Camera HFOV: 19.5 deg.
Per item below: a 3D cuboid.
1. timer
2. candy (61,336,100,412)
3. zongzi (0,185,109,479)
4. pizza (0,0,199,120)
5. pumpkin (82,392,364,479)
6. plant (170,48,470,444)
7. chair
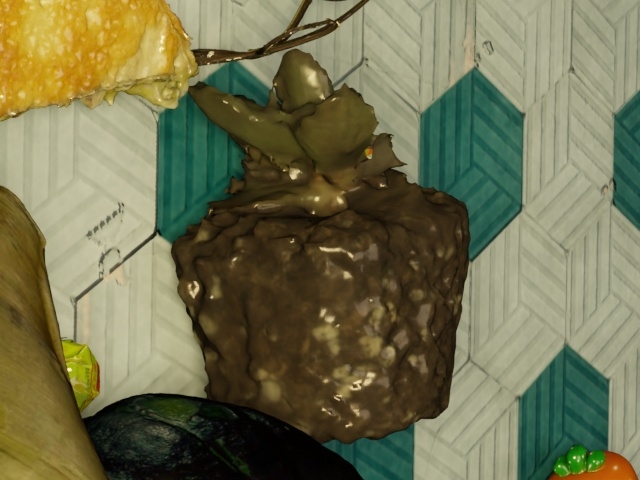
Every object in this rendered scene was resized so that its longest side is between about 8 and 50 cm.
[{"bbox_3d":[0.284,0.269,1.943,0.136,0.099,0.136,-1,91,-61],"label":"timer"},{"bbox_3d":[-0.245,0.089,1.374,0.194,0.062,0.058,17,123,-39],"label":"candy"},{"bbox_3d":[-0.185,0.140,1.208,0.393,0.174,0.356,26,41,-13],"label":"zongzi"},{"bbox_3d":[-0.206,-0.162,1.387,0.287,0.075,0.280,30,74,-43],"label":"pizza"},{"bbox_3d":[-0.102,0.295,1.371,0.363,0.266,0.363,-10,104,-48],"label":"pumpkin"},{"bbox_3d":[0.000,0.000,1.522,0.213,0.215,0.312,-9,96,-54],"label":"plant"},{"bbox_3d":[0.009,-0.262,1.571,0.325,0.159,0.170,-25,108,-47],"label":"chair"}]
